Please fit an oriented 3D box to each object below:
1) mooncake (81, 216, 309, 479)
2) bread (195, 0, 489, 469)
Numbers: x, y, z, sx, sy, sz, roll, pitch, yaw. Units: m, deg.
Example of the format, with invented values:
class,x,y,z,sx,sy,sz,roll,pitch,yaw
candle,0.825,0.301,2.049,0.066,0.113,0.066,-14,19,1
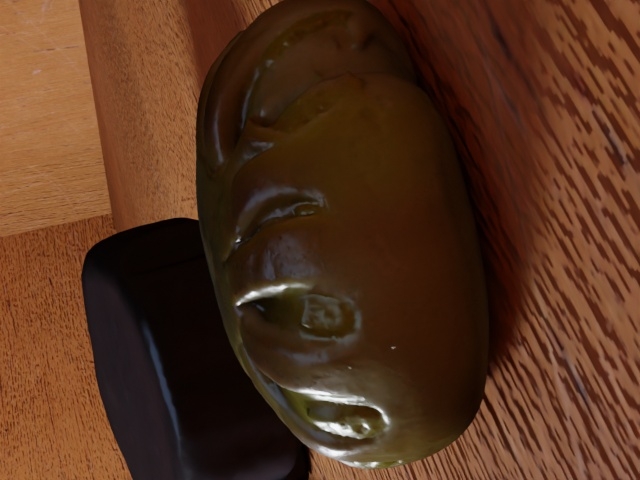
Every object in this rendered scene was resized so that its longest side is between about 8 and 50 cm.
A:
class,x,y,z,sx,sy,sz,roll,pitch,yaw
mooncake,-0.105,0.116,1.004,0.283,0.141,0.283,51,150,44
bread,0.000,0.000,0.521,0.213,0.105,0.213,164,90,-79
